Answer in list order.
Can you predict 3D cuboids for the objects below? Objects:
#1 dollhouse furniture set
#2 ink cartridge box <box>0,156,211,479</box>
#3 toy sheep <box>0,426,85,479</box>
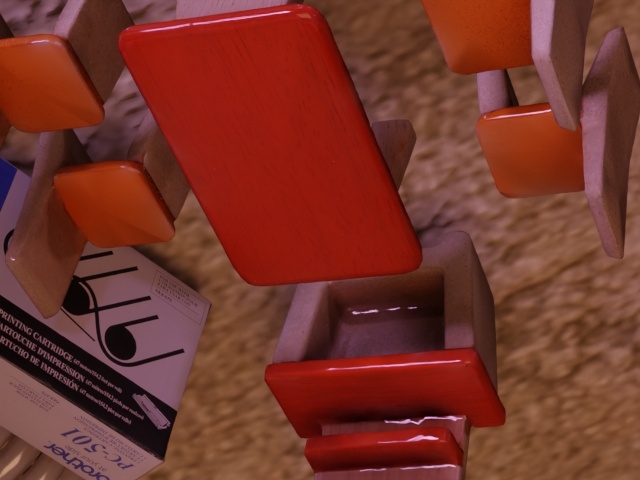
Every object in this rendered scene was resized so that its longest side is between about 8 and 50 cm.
[{"bbox_3d":[0.000,0.000,0.825,0.262,0.135,0.259,-6,138,20],"label":"dollhouse furniture set"},{"bbox_3d":[-0.149,0.017,0.879,0.207,0.097,0.046,36,134,-22],"label":"ink cartridge box"},{"bbox_3d":[-0.142,0.099,0.936,0.091,0.091,0.132,-38,130,12],"label":"toy sheep"}]
